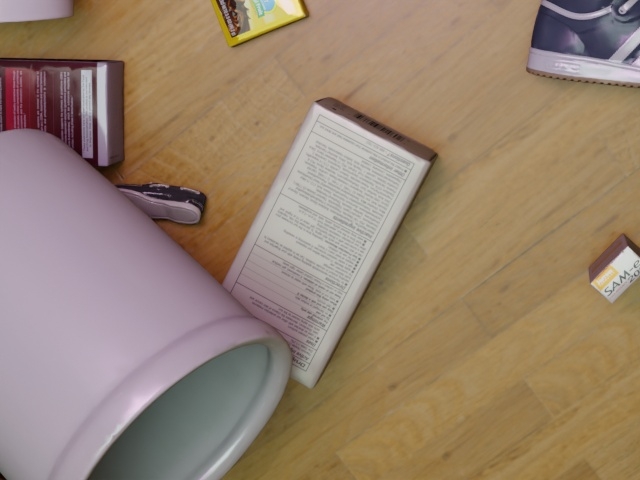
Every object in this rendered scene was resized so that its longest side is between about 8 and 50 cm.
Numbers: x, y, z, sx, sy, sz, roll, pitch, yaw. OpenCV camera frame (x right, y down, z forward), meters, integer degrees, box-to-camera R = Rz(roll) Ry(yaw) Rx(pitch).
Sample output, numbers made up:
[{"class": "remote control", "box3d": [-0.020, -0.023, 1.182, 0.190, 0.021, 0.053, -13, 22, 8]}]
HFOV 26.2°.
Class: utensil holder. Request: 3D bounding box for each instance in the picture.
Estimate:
[{"class": "utensil holder", "box3d": [-0.279, 0.109, 1.541, 0.385, 0.327, 0.327, 41, 104, 22]}]

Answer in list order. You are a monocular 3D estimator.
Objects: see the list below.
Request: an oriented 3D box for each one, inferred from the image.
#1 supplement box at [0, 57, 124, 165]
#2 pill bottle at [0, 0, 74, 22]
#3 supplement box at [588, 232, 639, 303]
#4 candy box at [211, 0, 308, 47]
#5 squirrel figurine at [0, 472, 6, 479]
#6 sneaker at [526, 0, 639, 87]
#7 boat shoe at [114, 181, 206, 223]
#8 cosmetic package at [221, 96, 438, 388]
[{"class": "supplement box", "box3d": [-0.368, -0.162, 1.711, 0.239, 0.073, 0.130, 3, 100, 9]}, {"class": "pill bottle", "box3d": [-0.377, -0.431, 1.552, 0.210, 0.210, 0.363, -1, 102, 10]}, {"class": "supplement box", "box3d": [0.347, 0.032, 1.605, 0.036, 0.098, 0.062, 43, 104, 1]}, {"class": "candy box", "box3d": [-0.099, -0.347, 1.657, 0.105, 0.027, 0.206, -20, 95, 11]}, {"class": "squirrel figurine", "box3d": [-0.419, 0.310, 1.704, 0.281, 0.397, 0.370, -54, 54, 46]}, {"class": "sneaker", "box3d": [0.381, -0.249, 1.553, 0.282, 0.099, 0.153, 7, 102, 12]}, {"class": "boat shoe", "box3d": [-0.204, -0.053, 1.719, 0.125, 0.038, 0.046, 9, 143, 14]}, {"class": "cosmetic package", "box3d": [0.000, 0.000, 1.654, 0.160, 0.113, 0.309, 29, 104, 4]}]
